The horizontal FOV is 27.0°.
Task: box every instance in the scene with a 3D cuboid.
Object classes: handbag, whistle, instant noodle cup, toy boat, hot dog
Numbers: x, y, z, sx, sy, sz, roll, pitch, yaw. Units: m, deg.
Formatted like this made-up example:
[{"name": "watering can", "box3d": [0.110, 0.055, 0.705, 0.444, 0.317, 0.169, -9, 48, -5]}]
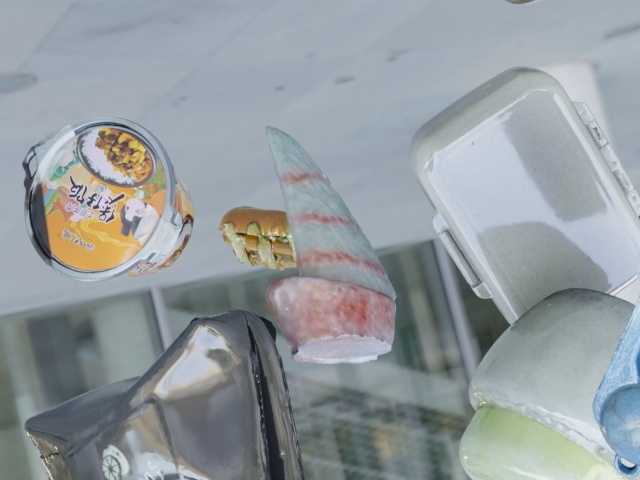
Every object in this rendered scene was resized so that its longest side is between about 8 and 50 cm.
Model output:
[{"name": "handbag", "box3d": [-0.151, 0.261, 1.366, 0.342, 0.288, 0.152, -32, 161, 34]}, {"name": "whistle", "box3d": [0.253, 0.112, 0.987, 0.090, 0.090, 0.158, -8, 126, -41]}, {"name": "instant noodle cup", "box3d": [-0.216, -0.031, 1.453, 0.177, 0.208, 0.125, -45, 157, 4]}, {"name": "toy boat", "box3d": [0.000, 0.000, 1.551, 0.206, 0.282, 0.096, 4, 152, -45]}, {"name": "hot dog", "box3d": [-0.059, 0.001, 2.152, 0.269, 0.109, 0.072, 7, -135, 39]}]

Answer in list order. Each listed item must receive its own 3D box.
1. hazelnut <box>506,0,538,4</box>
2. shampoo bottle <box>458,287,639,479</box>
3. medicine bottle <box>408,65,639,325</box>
[{"name": "hazelnut", "box3d": [0.334, -0.483, 2.090, 0.218, 0.218, 0.234, -19, 129, 34]}, {"name": "shampoo bottle", "box3d": [0.366, 0.237, 1.822, 0.317, 0.322, 0.322, -57, -179, -11]}, {"name": "medicine bottle", "box3d": [0.308, -0.055, 1.959, 0.282, 0.375, 0.123, -34, -160, 0]}]
